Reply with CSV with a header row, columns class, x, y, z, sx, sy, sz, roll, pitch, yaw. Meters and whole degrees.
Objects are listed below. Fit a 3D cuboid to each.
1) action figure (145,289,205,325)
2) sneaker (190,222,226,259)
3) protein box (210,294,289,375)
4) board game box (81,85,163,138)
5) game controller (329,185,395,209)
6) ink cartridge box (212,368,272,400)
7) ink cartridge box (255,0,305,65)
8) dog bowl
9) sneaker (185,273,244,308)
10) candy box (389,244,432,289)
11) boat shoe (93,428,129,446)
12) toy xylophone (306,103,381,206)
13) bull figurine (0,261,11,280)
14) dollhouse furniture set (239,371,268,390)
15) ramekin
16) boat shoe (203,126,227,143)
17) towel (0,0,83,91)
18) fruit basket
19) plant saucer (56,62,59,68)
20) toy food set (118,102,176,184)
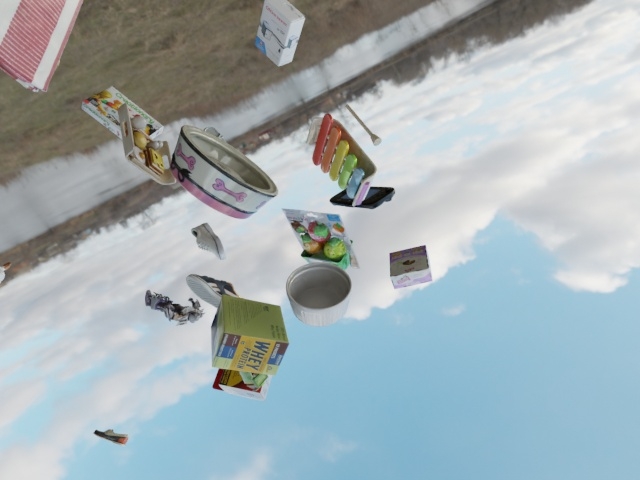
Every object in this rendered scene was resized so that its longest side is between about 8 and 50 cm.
class,x,y,z,sx,sy,sz,roll,pitch,yaw
action figure,-0.619,0.291,1.960,0.285,0.099,0.185,13,-178,27
sneaker,-0.492,0.015,2.006,0.091,0.094,0.258,-24,-139,-22
protein box,-0.228,0.297,1.444,0.201,0.135,0.199,14,-157,-21
board game box,-0.922,-0.575,2.146,0.053,0.305,0.193,-45,-170,43
game controller,0.180,-0.195,2.036,0.167,0.067,0.319,-25,-160,-31
ink cartridge box,-0.359,0.573,2.188,0.272,0.130,0.309,8,-124,10
ink cartridge box,-0.153,-0.771,1.688,0.082,0.139,0.190,-39,168,-33
dog bowl,-0.359,-0.236,1.666,0.150,0.408,0.408,-51,-169,14
sneaker,-0.547,0.265,2.399,0.127,0.321,0.126,-53,179,-45
candy box,0.381,0.111,1.944,0.165,0.070,0.196,-14,-154,15
boat shoe,-0.789,0.735,1.726,0.137,0.049,0.043,14,-118,9
toy xylophone,0.076,-0.279,1.435,0.081,0.236,0.322,-19,-128,-28
bull figurine,-1.093,0.028,1.364,0.189,0.310,0.101,14,-116,28
dollhouse furniture set,-0.263,0.521,1.708,0.152,0.076,0.059,-18,-167,43
ramekin,-0.003,0.177,1.453,0.207,0.108,0.207,-2,-139,1
boat shoe,-0.494,-0.431,2.248,0.118,0.320,0.103,-14,164,-26
towel,-0.535,-0.431,0.743,0.037,0.236,0.329,11,166,11
fruit basket,0.000,0.000,2.149,0.327,0.353,0.165,9,-125,33
plant saucer,-0.734,-0.478,1.206,0.084,0.083,0.015,-28,177,-6
toy food set,-0.682,-0.377,1.829,0.093,0.219,0.306,-20,160,8
